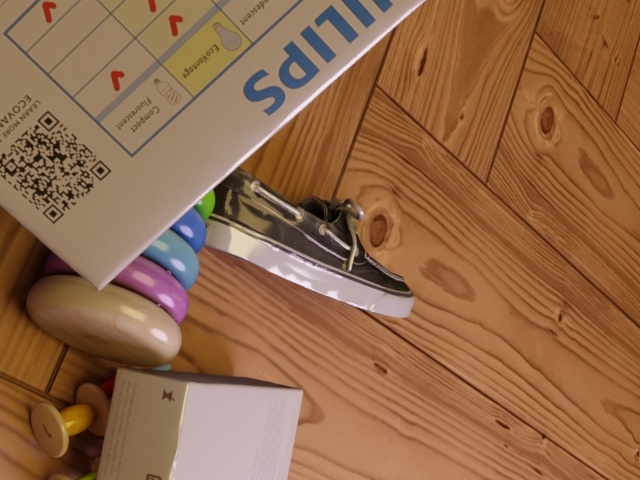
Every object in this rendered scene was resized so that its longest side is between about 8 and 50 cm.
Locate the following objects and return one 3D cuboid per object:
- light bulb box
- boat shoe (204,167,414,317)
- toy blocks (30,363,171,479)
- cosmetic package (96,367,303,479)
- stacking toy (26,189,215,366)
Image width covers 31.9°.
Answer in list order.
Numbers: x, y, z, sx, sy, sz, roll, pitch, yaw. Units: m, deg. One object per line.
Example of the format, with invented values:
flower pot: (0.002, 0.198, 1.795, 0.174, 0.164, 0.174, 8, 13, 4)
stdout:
light bulb box: (-0.154, -0.230, 0.785, 0.361, 0.358, 0.225, 45, 14, -19)
boat shoe: (-0.003, -0.001, 1.198, 0.306, 0.113, 0.104, 24, 88, -34)
toy blocks: (-0.188, 0.185, 1.053, 0.148, 0.054, 0.123, -20, 104, -44)
cosmetic package: (-0.108, 0.186, 1.063, 0.231, 0.086, 0.117, 21, 78, -62)
stacking toy: (-0.151, -0.057, 1.046, 0.141, 0.141, 0.330, 38, 59, -39)
